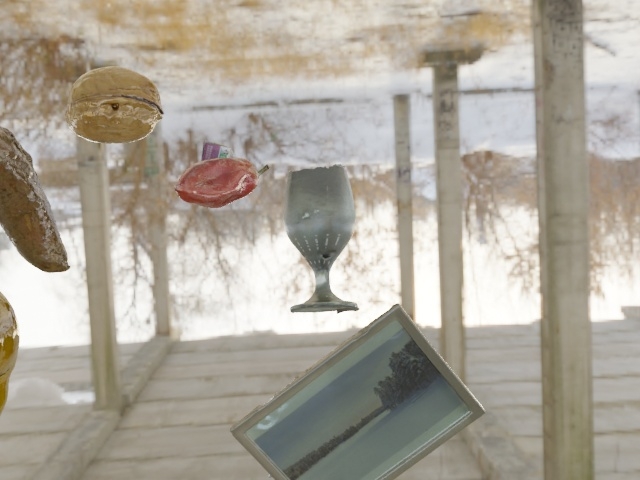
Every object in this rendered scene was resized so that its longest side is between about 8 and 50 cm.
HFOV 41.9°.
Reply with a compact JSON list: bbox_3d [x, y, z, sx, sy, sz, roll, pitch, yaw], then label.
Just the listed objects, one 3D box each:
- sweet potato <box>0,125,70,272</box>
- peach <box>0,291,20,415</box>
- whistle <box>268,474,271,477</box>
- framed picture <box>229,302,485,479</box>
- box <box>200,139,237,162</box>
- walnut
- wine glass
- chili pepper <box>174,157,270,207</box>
[{"bbox_3d":[-0.450,-0.095,1.173,0.092,0.342,0.114,-19,-136,4],"label":"sweet potato"},{"bbox_3d":[-0.306,0.113,0.644,0.103,0.179,0.179,24,-174,1],"label":"peach"},{"bbox_3d":[-0.073,0.422,1.597,0.033,0.029,0.083,-45,179,42],"label":"whistle"},{"bbox_3d":[0.053,0.247,1.147,0.289,0.213,0.016,-37,-163,6],"label":"framed picture"},{"bbox_3d":[-0.133,-0.096,1.155,0.041,0.050,0.207,14,178,1],"label":"box"},{"bbox_3d":[-0.382,-0.251,1.557,0.180,0.144,0.144,3,-176,-13],"label":"walnut"},{"bbox_3d":[0.000,0.000,1.395,0.126,0.241,0.126,-3,169,-1],"label":"wine glass"},{"bbox_3d":[-0.119,-0.070,1.008,0.050,0.059,0.191,-6,-173,29],"label":"chili pepper"}]
